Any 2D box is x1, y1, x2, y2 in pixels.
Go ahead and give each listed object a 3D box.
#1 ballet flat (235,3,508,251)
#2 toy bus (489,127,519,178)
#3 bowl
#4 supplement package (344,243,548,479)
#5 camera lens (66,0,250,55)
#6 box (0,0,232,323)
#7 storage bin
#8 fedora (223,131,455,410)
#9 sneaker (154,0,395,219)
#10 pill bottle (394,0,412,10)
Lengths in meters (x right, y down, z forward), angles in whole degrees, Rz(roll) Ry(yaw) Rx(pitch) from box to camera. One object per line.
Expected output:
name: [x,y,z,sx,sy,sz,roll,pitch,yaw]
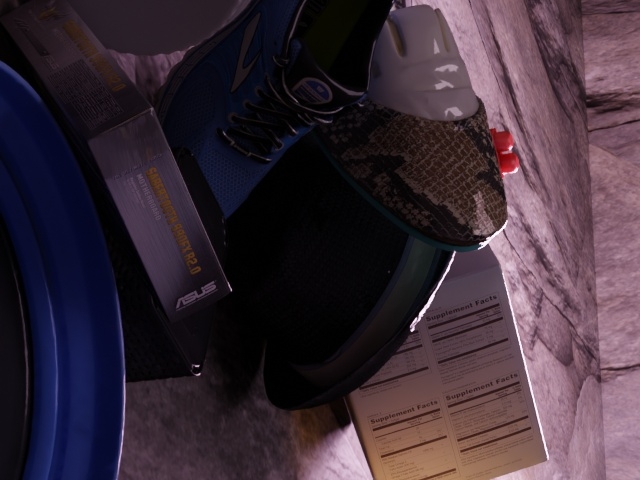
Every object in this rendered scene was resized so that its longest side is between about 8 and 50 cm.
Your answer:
ballet flat: [0.043,-0.180,1.820,0.483,0.164,0.182,51,-45,50]
toy bus: [0.144,-0.062,2.335,0.149,0.211,0.220,-64,144,-63]
bowl: [-0.248,0.068,1.282,0.391,0.077,0.391,-8,90,-72]
supplement package: [0.113,0.121,2.095,0.199,0.198,0.263,-112,-176,-62]
camera lens: [-0.124,-0.305,1.579,0.274,0.219,0.219,-71,149,-54]
box: [-0.161,-0.069,1.450,0.231,0.056,0.183,49,-17,51]
storage bin: [-0.147,0.021,1.602,0.122,0.084,0.180,65,24,-44]
fedora: [0.000,0.000,1.873,0.152,0.334,0.334,37,40,-24]
sneaker: [-0.041,-0.145,1.685,0.130,0.330,0.147,25,16,-28]
pill bottle: [0.025,-0.271,2.123,0.162,0.162,0.278,44,42,-63]
